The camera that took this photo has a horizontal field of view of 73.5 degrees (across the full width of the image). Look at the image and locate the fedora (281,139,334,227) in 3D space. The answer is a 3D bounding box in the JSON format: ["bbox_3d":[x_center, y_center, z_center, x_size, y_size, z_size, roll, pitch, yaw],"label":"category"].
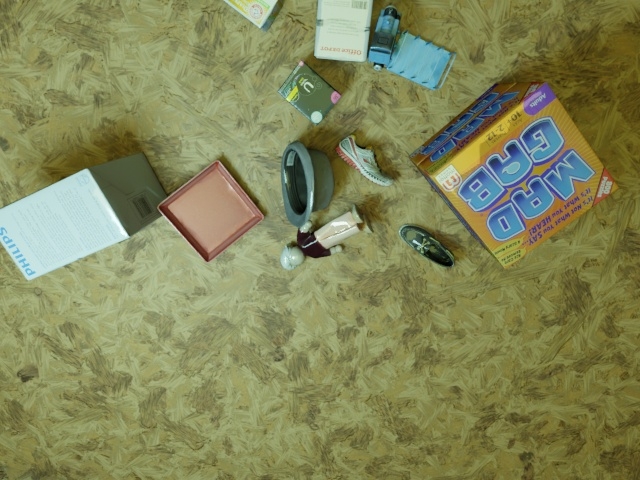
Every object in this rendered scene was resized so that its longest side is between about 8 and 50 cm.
[{"bbox_3d":[-0.035,-0.188,1.404,0.124,0.243,0.276,-10,98,-25],"label":"fedora"}]

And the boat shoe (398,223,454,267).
[{"bbox_3d":[0.381,0.019,1.517,0.227,0.069,0.081,31,107,-9],"label":"boat shoe"}]

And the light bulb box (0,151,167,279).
[{"bbox_3d":[-0.734,-0.092,1.362,0.360,0.358,0.225,-22,106,10],"label":"light bulb box"}]

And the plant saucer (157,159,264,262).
[{"bbox_3d":[-0.372,-0.098,1.474,0.259,0.047,0.258,-40,108,-7],"label":"plant saucer"}]

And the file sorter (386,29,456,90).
[{"bbox_3d":[0.307,-0.548,1.304,0.170,0.104,0.118,22,108,-5],"label":"file sorter"}]

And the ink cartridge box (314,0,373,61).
[{"bbox_3d":[0.069,-0.654,1.280,0.160,0.092,0.220,6,109,-1],"label":"ink cartridge box"}]

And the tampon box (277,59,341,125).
[{"bbox_3d":[-0.032,-0.461,1.346,0.161,0.101,0.120,38,107,-11],"label":"tampon box"}]

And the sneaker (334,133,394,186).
[{"bbox_3d":[0.158,-0.260,1.418,0.225,0.088,0.093,38,105,-11],"label":"sneaker"}]

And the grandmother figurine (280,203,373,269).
[{"bbox_3d":[0.000,0.000,1.490,0.342,0.104,0.208,-31,124,19],"label":"grandmother figurine"}]

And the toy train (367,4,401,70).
[{"bbox_3d":[0.191,-0.600,1.266,0.080,0.105,0.184,15,83,4],"label":"toy train"}]

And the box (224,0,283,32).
[{"bbox_3d":[-0.222,-0.722,1.255,0.203,0.114,0.103,34,107,-11],"label":"box"}]

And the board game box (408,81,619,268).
[{"bbox_3d":[0.537,-0.210,1.282,0.356,0.356,0.356,-40,103,13],"label":"board game box"}]
